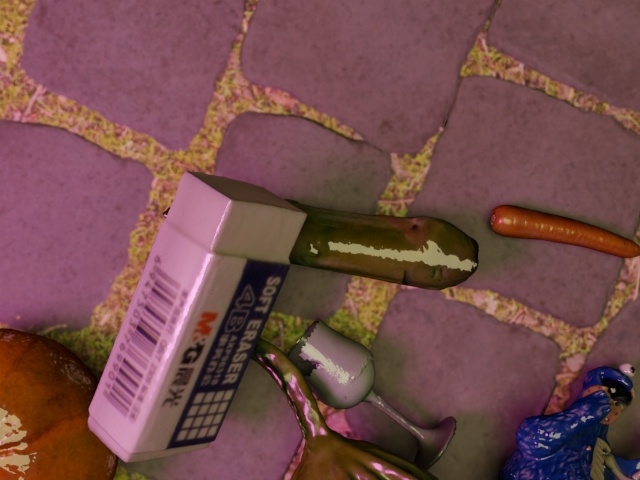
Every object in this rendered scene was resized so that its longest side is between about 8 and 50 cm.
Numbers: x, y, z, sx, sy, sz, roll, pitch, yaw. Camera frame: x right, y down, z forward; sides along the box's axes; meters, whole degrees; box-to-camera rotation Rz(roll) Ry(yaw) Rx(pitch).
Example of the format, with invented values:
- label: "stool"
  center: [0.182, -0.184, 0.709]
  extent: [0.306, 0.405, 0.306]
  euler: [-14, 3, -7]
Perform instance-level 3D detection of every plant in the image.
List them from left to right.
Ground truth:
- label: "plant"
  center: [-0.011, 0.232, 0.823]
  extent: [0.251, 0.180, 0.334]
  euler: [-27, 101, 34]

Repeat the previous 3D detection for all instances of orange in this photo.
- label: "orange"
  center: [-0.330, 0.209, 0.842]
  extent: [0.240, 0.171, 0.240]
  euler: [0, 92, -4]

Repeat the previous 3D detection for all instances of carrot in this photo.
- label: "carrot"
  center: [0.286, -0.008, 0.932]
  extent: [0.190, 0.037, 0.037]
  euler: [11, 91, -4]

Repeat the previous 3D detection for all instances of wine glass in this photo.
- label: "wine glass"
  center: [0.053, 0.170, 0.904]
  extent: [0.195, 0.079, 0.079]
  euler: [37, 89, -3]

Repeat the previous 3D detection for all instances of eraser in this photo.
- label: "eraser"
  center: [-0.122, 0.078, 0.809]
  extent: [0.081, 0.124, 0.279]
  euler: [31, 103, 34]

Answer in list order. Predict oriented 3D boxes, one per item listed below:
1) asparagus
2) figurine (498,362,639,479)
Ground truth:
- label: "asparagus"
  center: [0.000, -0.002, 0.898]
  extent: [0.342, 0.085, 0.082]
  euler: [7, 103, 3]
- label: "figurine"
  center: [0.275, 0.251, 0.905]
  extent: [0.262, 0.120, 0.164]
  euler: [-44, 100, -18]
